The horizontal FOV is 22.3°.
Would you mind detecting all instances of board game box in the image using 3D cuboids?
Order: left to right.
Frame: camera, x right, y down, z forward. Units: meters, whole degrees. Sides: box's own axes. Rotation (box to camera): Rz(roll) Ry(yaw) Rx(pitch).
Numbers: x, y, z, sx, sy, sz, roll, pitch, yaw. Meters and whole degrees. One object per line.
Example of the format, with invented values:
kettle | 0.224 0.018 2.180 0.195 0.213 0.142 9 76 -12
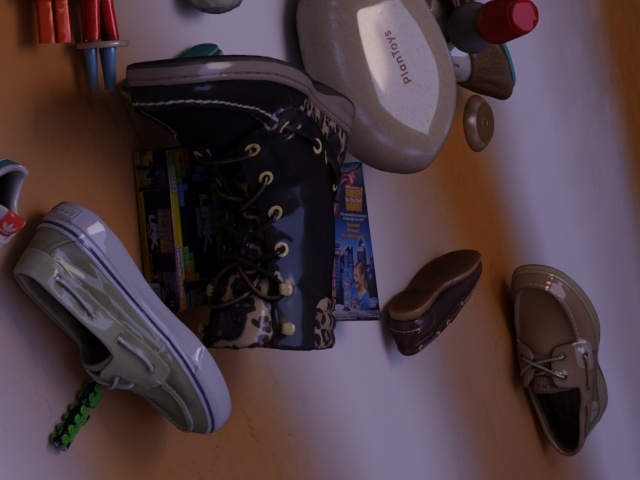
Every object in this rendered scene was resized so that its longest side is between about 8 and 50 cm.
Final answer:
board game box | -0.132 -0.017 1.726 0.141 0.048 0.170 -15 102 -56
board game box | 0.000 0.000 1.926 0.194 0.060 0.194 5 84 -58

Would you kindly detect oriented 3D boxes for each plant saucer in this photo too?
plant saucer | 0.232 -0.170 2.344 0.083 0.015 0.083 3 87 -58

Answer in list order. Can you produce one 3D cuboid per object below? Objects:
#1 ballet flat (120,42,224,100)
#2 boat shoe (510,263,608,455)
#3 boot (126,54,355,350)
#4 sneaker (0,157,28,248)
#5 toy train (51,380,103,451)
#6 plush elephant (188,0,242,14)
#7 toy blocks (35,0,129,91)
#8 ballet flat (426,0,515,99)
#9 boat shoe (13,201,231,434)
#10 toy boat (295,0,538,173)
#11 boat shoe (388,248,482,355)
ballet flat | -0.148 -0.161 1.699 0.168 0.057 0.052 -36 129 -52
boat shoe | 0.357 0.183 2.438 0.110 0.122 0.341 -60 138 -40
boot | -0.075 -0.031 1.645 0.377 0.138 0.284 13 79 -68
sneaker | -0.303 -0.003 1.424 0.057 0.075 0.161 43 54 -49
toy train | -0.237 0.172 1.584 0.023 0.017 0.083 74 33 -41
plush elephant | -0.011 -0.437 1.732 0.272 0.255 0.330 -37 120 -52
toy blocks | -0.235 -0.216 1.559 0.123 0.054 0.148 -15 102 -58
ballet flat | 0.153 -0.306 2.149 0.124 0.116 0.342 -42 126 -26
boat shoe | -0.197 0.096 1.589 0.094 0.109 0.302 -51 123 -26
toy boat | 0.115 -0.228 1.999 0.318 0.148 0.267 -24 101 -27
boat shoe | 0.154 0.081 2.166 0.207 0.073 0.073 -37 122 -44
